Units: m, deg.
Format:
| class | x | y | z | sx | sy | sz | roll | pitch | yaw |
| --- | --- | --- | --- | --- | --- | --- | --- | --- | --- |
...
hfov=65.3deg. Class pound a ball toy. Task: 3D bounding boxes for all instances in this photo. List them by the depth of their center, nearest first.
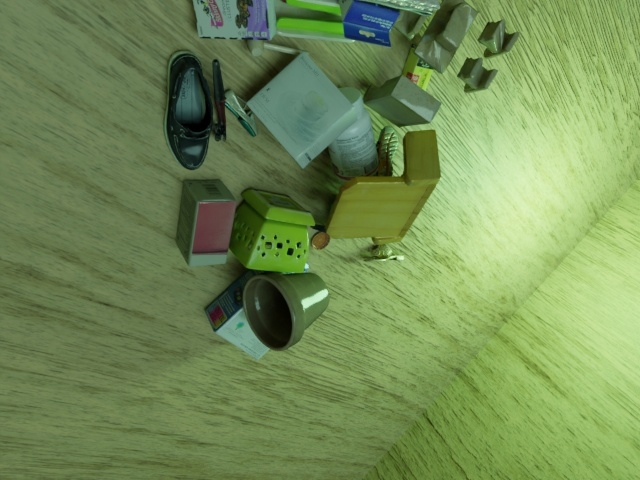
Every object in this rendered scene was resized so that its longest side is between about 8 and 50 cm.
| class | x | y | z | sx | sy | sz | roll | pitch | yaw |
| --- | --- | --- | --- | --- | --- | --- | --- | --- | --- |
| pound a ball toy | -0.044 | -0.626 | 1.393 | 0.319 | 0.136 | 0.208 | -9 | 156 | -32 |

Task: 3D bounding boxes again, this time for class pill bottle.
| class | x | y | z | sx | sy | sz | roll | pitch | yaw |
| --- | --- | --- | --- | --- | --- | --- | --- | --- | --- |
| pill bottle | 0.095 | -0.345 | 1.647 | 0.160 | 0.160 | 0.283 | -30 | 133 | -12 |

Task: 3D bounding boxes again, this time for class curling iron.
| class | x | y | z | sx | sy | sz | roll | pitch | yaw |
| --- | --- | --- | --- | --- | --- | --- | --- | --- | --- |
| curling iron | -0.279 | -0.382 | 1.392 | 0.035 | 0.068 | 0.274 | 2 | 142 | -8 |

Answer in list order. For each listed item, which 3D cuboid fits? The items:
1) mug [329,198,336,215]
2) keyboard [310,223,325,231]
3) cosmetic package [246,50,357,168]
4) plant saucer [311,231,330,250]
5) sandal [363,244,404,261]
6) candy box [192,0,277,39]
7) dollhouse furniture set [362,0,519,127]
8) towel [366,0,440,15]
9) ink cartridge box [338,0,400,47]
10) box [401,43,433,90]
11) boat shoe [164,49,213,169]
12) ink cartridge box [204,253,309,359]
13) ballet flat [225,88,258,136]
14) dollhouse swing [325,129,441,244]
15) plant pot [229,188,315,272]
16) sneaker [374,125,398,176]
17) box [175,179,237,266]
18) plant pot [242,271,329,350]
| class | x | y | z | sx | sy | sz | roll | pitch | yaw |
| --- | --- | --- | --- | --- | --- | --- | --- | --- | --- |
| mug | 0.093 | -0.091 | 1.857 | 0.129 | 0.097 | 0.158 | -26 | 126 | -47 |
| keyboard | 0.038 | -0.035 | 1.879 | 0.180 | 0.108 | 0.023 | 16 | 87 | -46 |
| cosmetic package | -0.050 | -0.375 | 1.451 | 0.224 | 0.224 | 0.138 | -41 | 173 | 3 |
| plant saucer | 0.000 | 0.000 | 1.938 | 0.083 | 0.013 | 0.084 | -18 | 130 | -23 |
| sandal | 0.270 | 0.047 | 2.129 | 0.240 | 0.088 | 0.079 | 0 | 90 | -42 |
| candy box | -0.216 | -0.594 | 1.245 | 0.196 | 0.070 | 0.165 | 6 | 128 | 11 |
| dollhouse furniture set | 0.334 | -0.574 | 1.579 | 0.362 | 0.256 | 0.394 | 29 | 91 | -18 |
| towel | 0.156 | -0.759 | 1.305 | 0.331 | 0.053 | 0.317 | -6 | 82 | -32 |
| ink cartridge box | 0.118 | -0.692 | 1.334 | 0.165 | 0.065 | 0.333 | -4 | 81 | -33 |
| box | 0.323 | -0.548 | 1.722 | 0.087 | 0.058 | 0.232 | 0 | 122 | -34 |
| boat shoe | -0.355 | -0.337 | 1.382 | 0.127 | 0.113 | 0.340 | -8 | 126 | -30 |
| ink cartridge box | -0.192 | 0.225 | 1.876 | 0.395 | 0.151 | 0.270 | -42 | 134 | 1 |
| ballet flat | -0.227 | -0.377 | 1.482 | 0.052 | 0.057 | 0.168 | -50 | 135 | -6 |
| dollhouse swing | 0.191 | -0.186 | 1.691 | 0.304 | 0.315 | 0.347 | 10 | 144 | -8 |
| plant pot | -0.163 | -0.038 | 1.660 | 0.228 | 0.227 | 0.207 | 9 | 110 | -37 |
| sneaker | 0.219 | -0.313 | 1.809 | 0.084 | 0.083 | 0.215 | -17 | 128 | -33 |
| box | -0.360 | -0.056 | 1.560 | 0.126 | 0.148 | 0.232 | -4 | 124 | -33 |
| plant pot | -0.098 | 0.207 | 1.687 | 0.229 | 0.263 | 0.263 | -21 | 133 | -43 |
